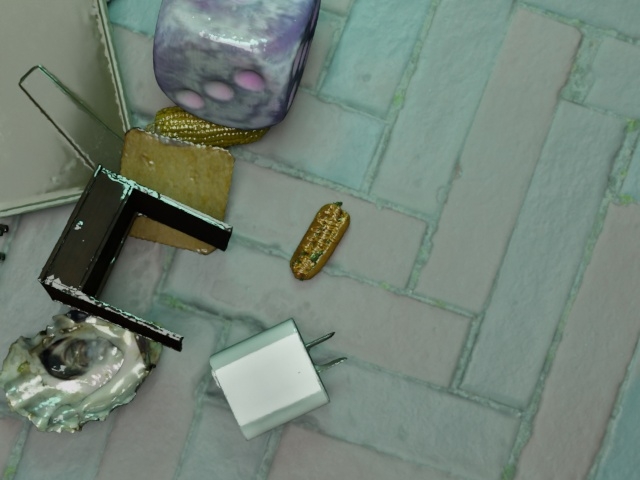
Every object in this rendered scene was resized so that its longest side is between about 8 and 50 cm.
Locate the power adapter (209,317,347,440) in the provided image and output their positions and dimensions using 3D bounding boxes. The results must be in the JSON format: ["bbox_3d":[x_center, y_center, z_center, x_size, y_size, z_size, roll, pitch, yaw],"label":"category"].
[{"bbox_3d":[-0.074,0.265,1.810,0.255,0.124,0.187,-25,89,-3],"label":"power adapter"}]

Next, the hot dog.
[{"bbox_3d":[0.000,0.000,1.857,0.072,0.055,0.188,31,88,2],"label":"hot dog"}]

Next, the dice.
[{"bbox_3d":[-0.159,-0.396,1.731,0.270,0.271,0.270,17,63,1],"label":"dice"}]

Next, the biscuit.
[{"bbox_3d":[-0.304,-0.098,1.834,0.232,0.013,0.237,13,109,0],"label":"biscuit"}]

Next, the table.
[{"bbox_3d":[-0.348,0.042,1.724,0.282,0.196,0.251,24,72,-3],"label":"table"}]

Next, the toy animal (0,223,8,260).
[{"bbox_3d":[-0.688,0.031,1.846,0.065,0.047,0.136,4,89,4],"label":"toy animal"}]

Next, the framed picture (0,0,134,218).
[{"bbox_3d":[-0.555,-0.289,1.801,0.326,0.028,0.446,-13,100,-14],"label":"framed picture"}]

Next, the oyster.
[{"bbox_3d":[-0.477,0.257,1.811,0.351,0.115,0.238,-27,79,-7],"label":"oyster"}]

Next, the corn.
[{"bbox_3d":[-0.233,-0.235,1.846,0.261,0.097,0.097,-5,87,-2],"label":"corn"}]
